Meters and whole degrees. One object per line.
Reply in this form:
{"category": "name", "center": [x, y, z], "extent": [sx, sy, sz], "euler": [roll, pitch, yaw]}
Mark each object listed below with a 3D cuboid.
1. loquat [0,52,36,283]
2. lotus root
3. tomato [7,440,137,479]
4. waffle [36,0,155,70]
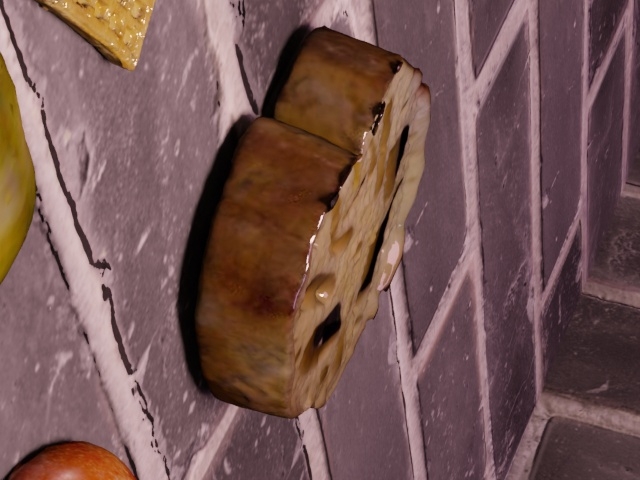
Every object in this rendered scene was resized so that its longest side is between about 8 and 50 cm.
{"category": "loquat", "center": [-0.249, -0.021, 0.756], "extent": [0.246, 0.213, 0.213], "euler": [-27, 137, -24]}
{"category": "lotus root", "center": [0.000, 0.000, 1.628], "extent": [0.390, 0.111, 0.374], "euler": [-58, 157, -49]}
{"category": "tomato", "center": [-0.185, 0.273, 1.313], "extent": [0.237, 0.095, 0.236], "euler": [15, 90, -71]}
{"category": "waffle", "center": [-0.147, -0.181, 1.189], "extent": [0.153, 0.023, 0.097], "euler": [35, 70, -70]}
